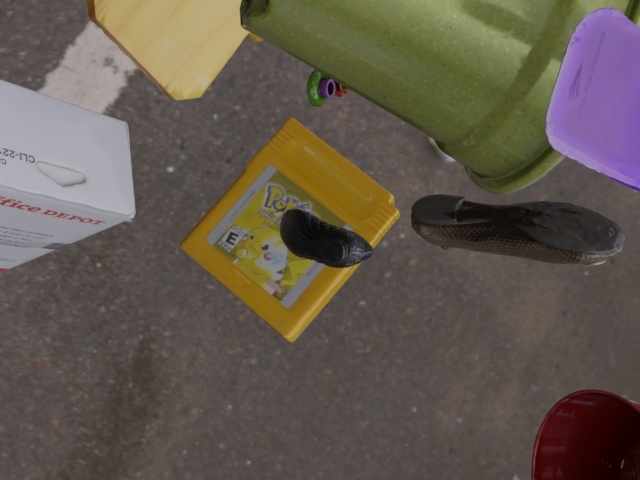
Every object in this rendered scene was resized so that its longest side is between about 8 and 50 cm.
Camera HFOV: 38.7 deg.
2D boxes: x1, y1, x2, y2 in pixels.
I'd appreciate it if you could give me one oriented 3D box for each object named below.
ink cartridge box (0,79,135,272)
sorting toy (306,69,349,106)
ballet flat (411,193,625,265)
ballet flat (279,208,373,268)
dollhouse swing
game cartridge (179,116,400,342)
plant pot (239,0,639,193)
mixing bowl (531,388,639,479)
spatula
[{"bbox_3d":[-0.355,-0.053,0.940,0.197,0.273,0.114,15,63,-53],"label":"ink cartridge box"},{"bbox_3d":[0.023,-0.221,1.262,0.102,0.042,0.061,-38,129,-52],"label":"sorting toy"},{"bbox_3d":[0.224,-0.006,1.062,0.084,0.250,0.058,-56,145,-45],"label":"ballet flat"},{"bbox_3d":[0.000,0.000,1.154,0.049,0.173,0.057,4,104,-35],"label":"ballet flat"},{"bbox_3d":[-0.282,-0.480,1.638,0.305,0.315,0.347,-45,136,0],"label":"dollhouse swing"},{"bbox_3d":[-0.054,-0.025,1.667,0.323,0.285,0.052,-50,163,-3],"label":"game cartridge"},{"bbox_3d":[0.082,-0.210,0.732,0.254,0.276,0.276,20,77,-15],"label":"plant pot"},{"bbox_3d":[0.282,0.218,0.799,0.098,0.181,0.181,0,94,-28],"label":"mixing bowl"},{"bbox_3d":[0.219,-0.049,0.561,0.296,0.030,0.084,23,83,-50],"label":"spatula"}]
